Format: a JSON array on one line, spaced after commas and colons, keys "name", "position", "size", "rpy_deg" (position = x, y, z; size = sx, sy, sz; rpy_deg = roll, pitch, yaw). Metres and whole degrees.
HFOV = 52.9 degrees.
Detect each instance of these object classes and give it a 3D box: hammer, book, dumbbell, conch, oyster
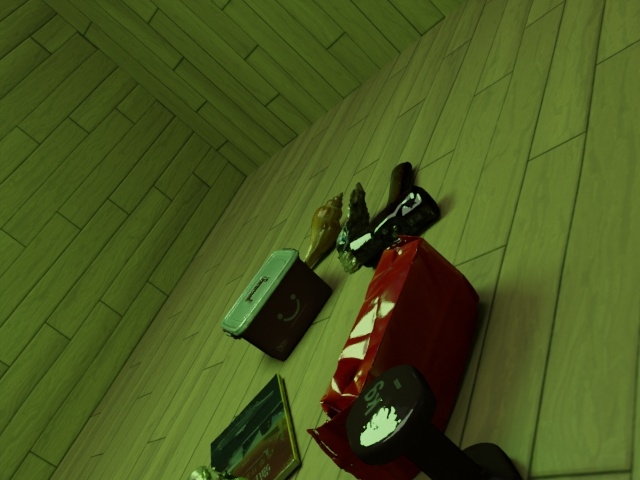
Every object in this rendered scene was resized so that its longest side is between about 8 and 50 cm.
[{"name": "hammer", "position": [0.202, -0.111, 1.743], "size": [0.242, 0.095, 0.409], "rpy_deg": [-40, 18, 28]}, {"name": "book", "position": [-0.162, 0.487, 1.480], "size": [0.262, 0.028, 0.374], "rpy_deg": [-47, 17, 6]}, {"name": "dumbbell", "position": [0.148, 0.277, 0.837], "size": [0.124, 0.225, 0.140], "rpy_deg": [-44, 16, 8]}, {"name": "conch", "position": [0.004, 0.001, 2.009], "size": [0.109, 0.093, 0.331], "rpy_deg": [21, 91, 53]}, {"name": "oyster", "position": [0.095, -0.043, 1.792], "size": [0.214, 0.083, 0.223], "rpy_deg": [-76, -5, -67]}]

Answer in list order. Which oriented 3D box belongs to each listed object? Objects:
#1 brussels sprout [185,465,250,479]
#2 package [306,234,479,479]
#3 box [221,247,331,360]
[{"name": "brussels sprout", "position": [-0.194, 0.531, 1.252], "size": [0.183, 0.131, 0.146], "rpy_deg": [15, 79, 25]}, {"name": "package", "position": [0.142, 0.191, 1.088], "size": [0.123, 0.196, 0.424], "rpy_deg": [-23, 33, 53]}, {"name": "box", "position": [-0.117, 0.180, 1.776], "size": [0.294, 0.167, 0.193], "rpy_deg": [-54, 20, -15]}]
